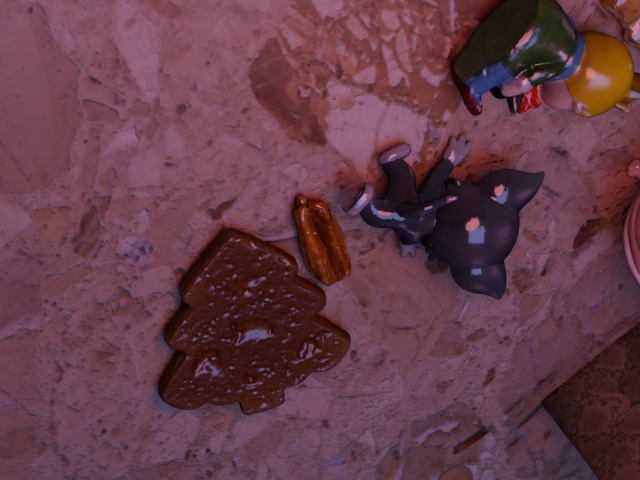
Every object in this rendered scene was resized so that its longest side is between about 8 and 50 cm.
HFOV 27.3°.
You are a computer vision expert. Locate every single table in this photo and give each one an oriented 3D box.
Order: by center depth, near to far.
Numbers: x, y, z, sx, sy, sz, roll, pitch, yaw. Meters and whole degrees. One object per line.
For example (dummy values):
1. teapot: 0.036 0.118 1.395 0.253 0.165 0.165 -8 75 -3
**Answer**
1. table: 0.556 0.347 2.004 0.222 0.335 0.272 -41 126 7

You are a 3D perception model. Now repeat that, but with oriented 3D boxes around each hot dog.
1. hot dog: -0.001 -0.001 1.760 0.062 0.038 0.144 -23 124 -2

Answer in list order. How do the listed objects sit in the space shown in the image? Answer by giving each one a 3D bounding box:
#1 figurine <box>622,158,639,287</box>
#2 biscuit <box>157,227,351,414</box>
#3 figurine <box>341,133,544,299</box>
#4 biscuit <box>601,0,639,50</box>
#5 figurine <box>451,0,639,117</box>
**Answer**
1. figurine: 0.557 0.051 1.830 0.253 0.211 0.361 -42 111 -26
2. biscuit: -0.095 0.107 1.790 0.278 0.043 0.301 -11 123 -11
3. figurine: 0.162 -0.048 1.736 0.265 0.140 0.193 17 97 -44
4. biscuit: 0.499 -0.266 1.775 0.154 0.045 0.299 -38 125 4
5. figurine: 0.296 -0.208 1.696 0.234 0.127 0.185 24 115 -42
